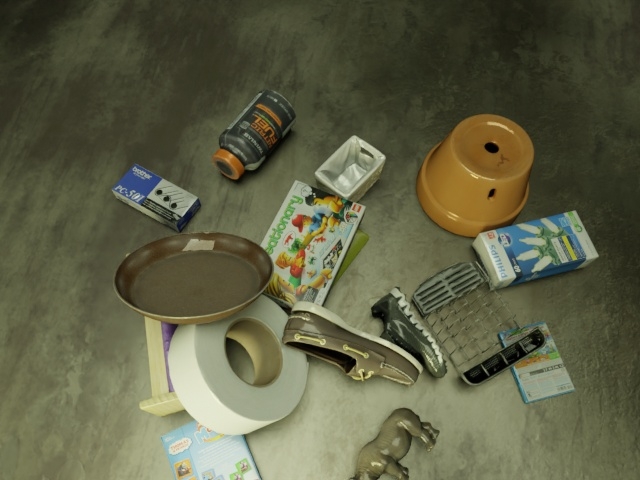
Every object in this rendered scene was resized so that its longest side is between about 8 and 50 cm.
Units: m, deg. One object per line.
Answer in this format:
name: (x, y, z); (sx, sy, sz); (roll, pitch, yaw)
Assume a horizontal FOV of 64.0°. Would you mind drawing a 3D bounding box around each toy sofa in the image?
toy sofa: (-0.311, 0.190, 1.143); (0.177, 0.150, 0.362); (-12, 65, -6)

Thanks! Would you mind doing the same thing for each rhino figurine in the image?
rhino figurine: (0.139, 0.457, 1.068); (0.106, 0.073, 0.243); (40, 72, 14)

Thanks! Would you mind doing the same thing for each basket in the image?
basket: (0.076, -0.171, 1.347); (0.113, 0.103, 0.167); (38, 69, 16)

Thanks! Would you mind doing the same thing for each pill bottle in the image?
pill bottle: (-0.184, -0.279, 1.379); (0.131, 0.130, 0.245); (30, 68, 13)

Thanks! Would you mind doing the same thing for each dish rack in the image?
dish rack: (0.354, 0.178, 1.193); (0.208, 0.074, 0.271); (-28, 68, -7)

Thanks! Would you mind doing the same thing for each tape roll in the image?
tape roll: (-0.162, 0.246, 1.058); (0.286, 0.100, 0.286); (30, 41, -30)

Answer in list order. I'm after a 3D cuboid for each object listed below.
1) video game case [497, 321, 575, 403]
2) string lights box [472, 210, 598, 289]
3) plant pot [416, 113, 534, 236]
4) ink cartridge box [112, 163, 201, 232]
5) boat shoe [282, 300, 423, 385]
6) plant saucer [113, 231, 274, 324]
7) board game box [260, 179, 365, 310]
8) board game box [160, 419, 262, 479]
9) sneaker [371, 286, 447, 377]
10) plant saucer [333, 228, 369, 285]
video game case: (0.499, 0.281, 1.190); (0.119, 0.015, 0.166); (-12, 66, -6)
string lights box: (0.530, 0.025, 1.278); (0.260, 0.076, 0.133); (-13, 67, -7)
plant pot: (0.406, -0.182, 1.305); (0.291, 0.203, 0.290); (0, 64, -1)
ink cartridge box: (-0.427, -0.112, 1.340); (0.207, 0.046, 0.097); (28, 66, 12)
boat shoe: (0.070, 0.246, 1.113); (0.325, 0.116, 0.096); (29, 59, -10)
plant saucer: (-0.250, 0.076, 1.034); (0.311, 0.050, 0.310); (2, 29, -1)
board game box: (-0.035, 0.016, 1.232); (0.193, 0.053, 0.305); (21, 66, 9)
board game box: (-0.221, 0.474, 1.070); (0.160, 0.039, 0.211); (-23, 68, -12)
sneaker: (0.194, 0.225, 1.180); (0.106, 0.078, 0.234); (-27, 64, -10)
plant saucer: (0.000, 0.000, 1.296); (0.188, 0.045, 0.188); (33, 69, 14)
